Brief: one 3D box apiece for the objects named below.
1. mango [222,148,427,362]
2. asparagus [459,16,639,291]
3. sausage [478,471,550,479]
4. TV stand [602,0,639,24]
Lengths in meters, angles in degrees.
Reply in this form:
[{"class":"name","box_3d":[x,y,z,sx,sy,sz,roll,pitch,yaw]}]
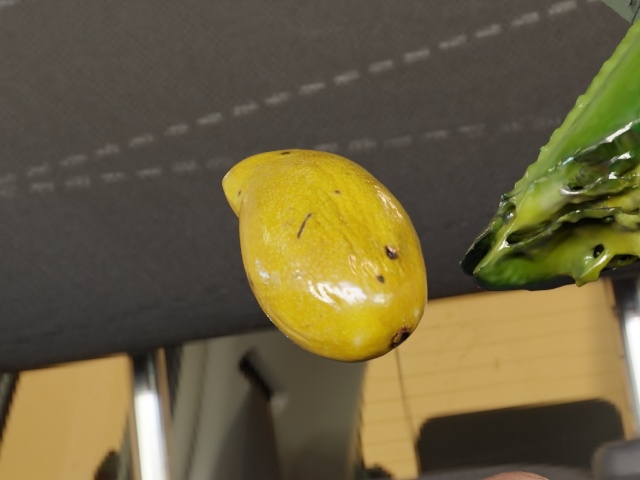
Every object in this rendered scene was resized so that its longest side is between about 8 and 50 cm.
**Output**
[{"class":"mango","box_3d":[0.000,-0.003,1.161,0.157,0.262,0.109,-24,-38,-15]},{"class":"asparagus","box_3d":[0.226,-0.107,0.666,0.382,0.128,0.108,-54,-12,1]},{"class":"sausage","box_3d":[0.082,0.331,1.350,0.087,0.088,0.433,5,-33,-45]},{"class":"TV stand","box_3d":[0.279,-0.216,1.044,0.088,0.269,0.083,-48,-13,-9]}]
